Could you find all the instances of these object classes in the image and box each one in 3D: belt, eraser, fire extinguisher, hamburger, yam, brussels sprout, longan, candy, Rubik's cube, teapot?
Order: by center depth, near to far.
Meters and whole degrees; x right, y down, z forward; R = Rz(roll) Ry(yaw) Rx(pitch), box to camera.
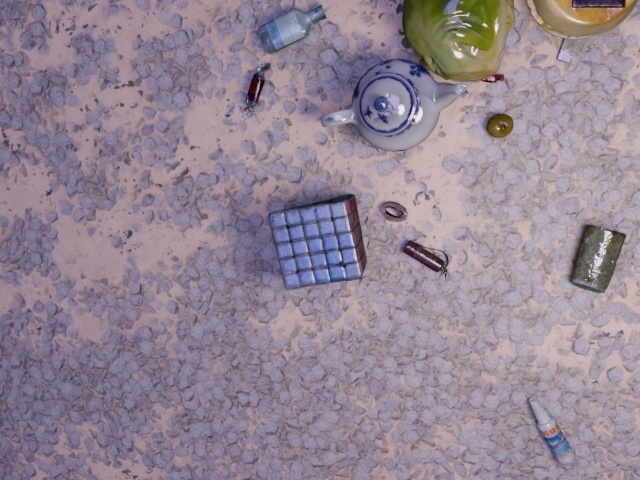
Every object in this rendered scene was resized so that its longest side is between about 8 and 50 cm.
[{"bbox_3d":[0.694,-0.682,1.407,0.299,0.176,0.301,1,97,10],"label":"hamburger"},{"bbox_3d":[0.378,-0.598,1.430,0.343,0.268,0.345,0,99,3],"label":"brussels sprout"},{"bbox_3d":[0.199,-0.372,1.480,0.423,0.280,0.253,-7,99,23],"label":"teapot"},{"bbox_3d":[0.699,-0.547,1.505,0.038,0.019,0.083,18,101,6],"label":"eraser"},{"bbox_3d":[0.792,0.058,1.534,0.107,0.107,0.194,14,101,8],"label":"yam"},{"bbox_3d":[0.518,-0.329,1.537,0.075,0.083,0.075,1,107,4],"label":"longan"},{"bbox_3d":[0.000,0.000,1.599,0.236,0.238,0.238,-10,95,10],"label":"Rubik's cube"},{"bbox_3d":[0.335,0.051,1.649,0.157,0.045,0.078,32,80,5],"label":"fire extinguisher"},{"bbox_3d":[0.228,-0.087,1.650,0.083,0.036,0.059,25,103,7],"label":"belt"},{"bbox_3d":[-0.201,-0.473,1.667,0.045,0.043,0.175,24,102,16],"label":"candy"}]

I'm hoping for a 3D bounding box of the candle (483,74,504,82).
[{"bbox_3d":[0.448,-0.477,1.560,0.167,0.021,0.026,6,98,9],"label":"candle"}]

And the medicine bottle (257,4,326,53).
[{"bbox_3d":[-0.084,-0.646,1.615,0.208,0.053,0.090,-22,92,11],"label":"medicine bottle"}]

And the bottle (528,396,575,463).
[{"bbox_3d":[0.707,0.583,1.651,0.060,0.060,0.217,-30,91,13],"label":"bottle"}]
